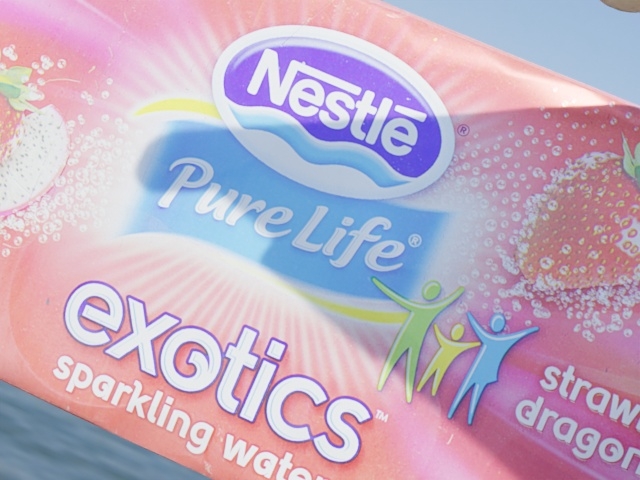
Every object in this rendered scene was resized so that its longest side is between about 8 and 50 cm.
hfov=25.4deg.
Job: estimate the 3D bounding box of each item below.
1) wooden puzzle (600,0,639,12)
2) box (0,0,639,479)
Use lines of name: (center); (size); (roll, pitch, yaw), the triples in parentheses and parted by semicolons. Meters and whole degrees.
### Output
wooden puzzle: (0.114, -0.074, 0.187); (0.239, 0.044, 0.221); (17, -18, 36)
box: (0.000, 0.000, 0.467); (0.300, 0.154, 0.142); (25, 1, 10)
